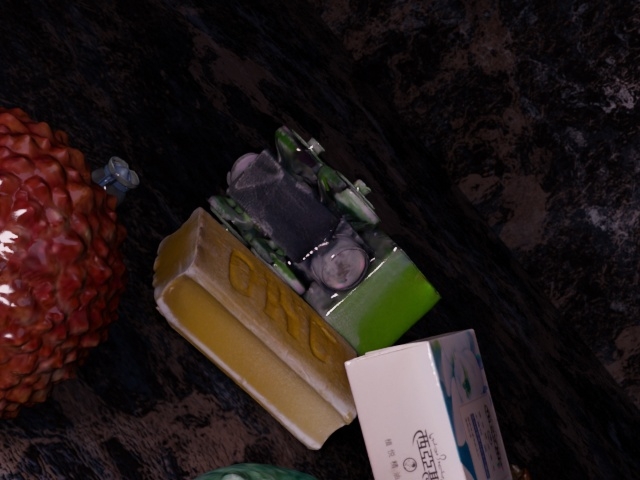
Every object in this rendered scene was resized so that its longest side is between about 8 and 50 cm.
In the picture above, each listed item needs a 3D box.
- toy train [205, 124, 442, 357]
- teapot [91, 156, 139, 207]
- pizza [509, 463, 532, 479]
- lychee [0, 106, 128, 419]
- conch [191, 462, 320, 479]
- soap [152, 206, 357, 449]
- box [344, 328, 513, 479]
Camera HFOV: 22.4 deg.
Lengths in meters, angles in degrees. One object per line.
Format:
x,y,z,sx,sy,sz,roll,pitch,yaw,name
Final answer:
0.000,0.000,2.089,0.249,0.173,0.307,47,-2,-39,toy train
-0.249,-0.055,1.797,0.063,0.083,0.049,23,30,-54,teapot
0.252,0.384,2.173,0.226,0.069,0.147,-34,105,-71,pizza
-0.281,0.015,1.232,0.264,0.264,0.300,54,19,16,lychee
-0.055,0.289,1.455,0.202,0.134,0.196,52,56,-10,conch
-0.075,0.102,1.898,0.274,0.089,0.173,43,19,-19,soap
0.141,0.253,1.914,0.203,0.116,0.274,-1,76,-71,box
